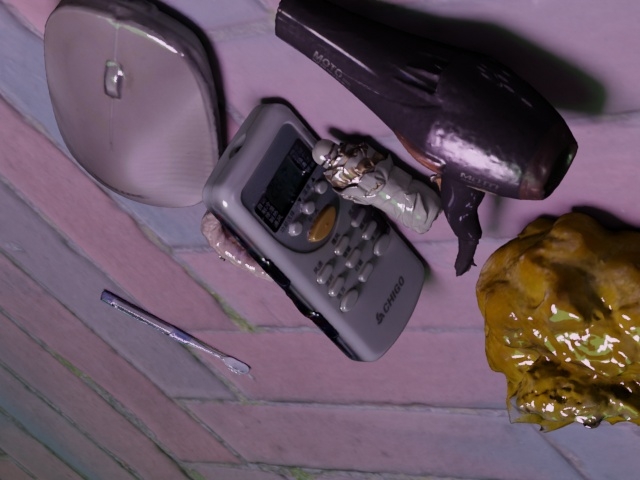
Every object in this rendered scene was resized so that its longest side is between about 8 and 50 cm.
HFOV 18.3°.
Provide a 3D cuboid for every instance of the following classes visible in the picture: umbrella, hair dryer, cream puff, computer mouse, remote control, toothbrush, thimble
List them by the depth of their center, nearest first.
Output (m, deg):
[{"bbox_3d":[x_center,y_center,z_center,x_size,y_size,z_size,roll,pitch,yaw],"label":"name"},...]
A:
[{"bbox_3d":[0.095,-0.071,1.848,0.304,0.120,0.359,28,156,21],"label":"hair dryer"},{"bbox_3d":[0.265,0.109,1.921,0.282,0.185,0.282,26,152,14],"label":"cream puff"},{"bbox_3d":[0.056,-0.059,1.977,0.143,0.062,0.067,30,-175,-3],"label":"umbrella"},{"bbox_3d":[0.000,0.000,2.039,0.056,0.140,0.296,4,145,48],"label":"remote control"},{"bbox_3d":[-0.197,-0.134,2.056,0.197,0.095,0.331,19,153,10],"label":"computer mouse"},{"bbox_3d":[-0.061,-0.023,2.121,0.102,0.090,0.115,-10,133,48],"label":"thimble"},{"bbox_3d":[-0.191,0.122,2.601,0.219,0.016,0.019,27,163,1],"label":"toothbrush"}]
